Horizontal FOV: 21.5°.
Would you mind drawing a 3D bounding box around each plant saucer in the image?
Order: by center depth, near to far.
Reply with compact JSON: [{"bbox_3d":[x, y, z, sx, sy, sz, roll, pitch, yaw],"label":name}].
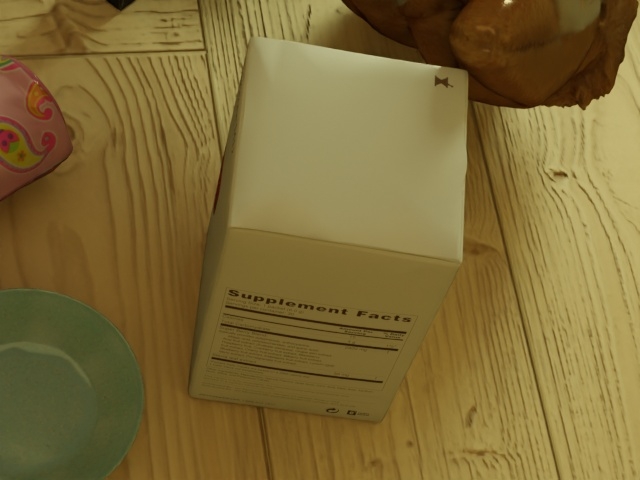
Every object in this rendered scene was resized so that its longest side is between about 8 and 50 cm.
[{"bbox_3d":[-0.242,0.132,1.375,0.195,0.037,0.195,4,61,-8],"label":"plant saucer"}]

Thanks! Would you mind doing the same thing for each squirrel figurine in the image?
[{"bbox_3d":[0.081,-0.258,1.506,0.370,0.397,0.281,14,83,27],"label":"squirrel figurine"}]

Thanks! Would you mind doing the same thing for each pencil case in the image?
[{"bbox_3d":[-0.345,-0.040,1.405,0.284,0.124,0.124,-39,74,-25],"label":"pencil case"}]

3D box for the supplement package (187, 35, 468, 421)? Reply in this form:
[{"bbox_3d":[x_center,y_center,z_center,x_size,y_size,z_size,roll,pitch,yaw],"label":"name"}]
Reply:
[{"bbox_3d":[0.000,0.000,1.348,0.175,0.293,0.177,9,59,-6],"label":"supplement package"}]

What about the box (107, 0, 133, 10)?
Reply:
[{"bbox_3d":[-0.133,-0.342,1.551,0.056,0.231,0.183,40,62,11],"label":"box"}]
